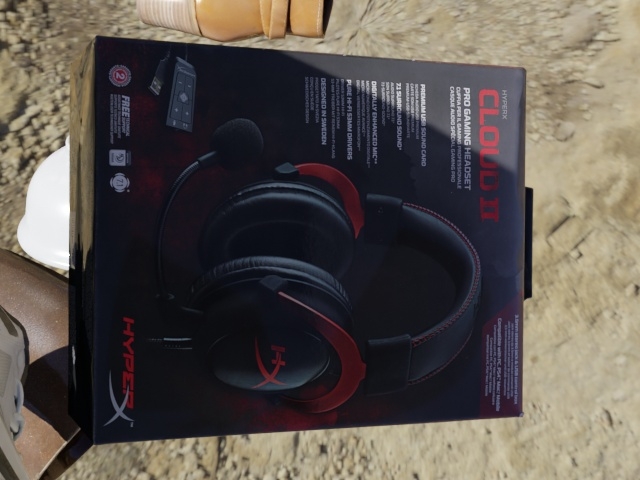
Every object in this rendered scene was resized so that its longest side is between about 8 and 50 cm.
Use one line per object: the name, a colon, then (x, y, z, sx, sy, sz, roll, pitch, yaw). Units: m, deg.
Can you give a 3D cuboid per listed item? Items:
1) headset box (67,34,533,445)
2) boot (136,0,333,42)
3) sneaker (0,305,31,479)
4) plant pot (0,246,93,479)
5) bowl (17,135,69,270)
headset box: (0.000, 0.000, 0.626, 0.293, 0.110, 0.218, 1, 90, -21)
boot: (-0.053, -0.249, 0.799, 0.152, 0.073, 0.197, 8, 91, 12)
sneaker: (-0.265, 0.198, 0.843, 0.169, 0.257, 0.448, -23, 92, 8)
plant pot: (-0.314, 0.114, 1.103, 0.230, 0.215, 0.215, 43, 100, 4)
bowl: (-0.269, -0.079, 1.397, 0.297, 0.298, 0.134, 0, 116, 2)
